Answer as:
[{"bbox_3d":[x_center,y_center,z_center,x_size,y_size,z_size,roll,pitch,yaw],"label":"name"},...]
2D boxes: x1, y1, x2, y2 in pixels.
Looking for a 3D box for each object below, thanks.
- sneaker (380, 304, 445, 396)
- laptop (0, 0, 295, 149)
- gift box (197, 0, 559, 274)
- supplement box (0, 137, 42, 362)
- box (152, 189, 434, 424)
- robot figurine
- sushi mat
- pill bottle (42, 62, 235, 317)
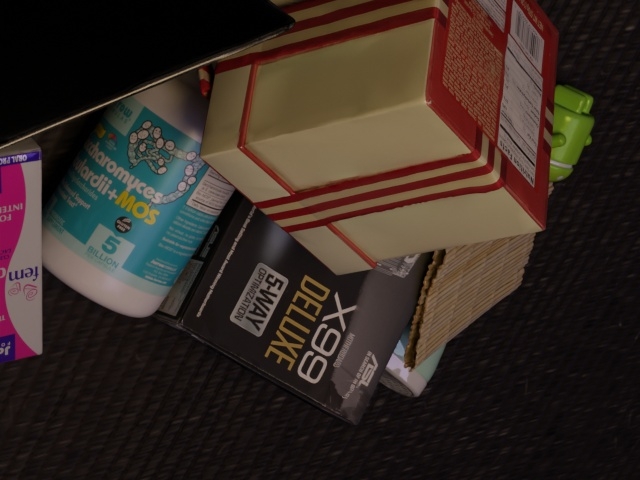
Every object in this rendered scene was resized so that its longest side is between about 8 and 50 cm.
[{"bbox_3d":[0.054,0.044,1.851,0.256,0.094,0.151,43,70,-30],"label":"sneaker"},{"bbox_3d":[-0.269,-0.047,1.121,0.236,0.382,0.408,10,110,-36],"label":"laptop"},{"bbox_3d":[0.054,-0.140,1.498,0.255,0.258,0.276,46,43,-42],"label":"gift box"},{"bbox_3d":[-0.328,0.000,1.548,0.111,0.114,0.220,-13,124,-28],"label":"supplement box"},{"bbox_3d":[0.000,0.000,1.705,0.242,0.076,0.307,33,78,-30],"label":"box"},{"bbox_3d":[0.268,-0.118,1.897,0.101,0.067,0.115,-11,126,-64],"label":"robot figurine"},{"bbox_3d":[0.179,0.031,1.854,0.316,0.019,0.151,-29,139,-58],"label":"sushi mat"},{"bbox_3d":[-0.155,-0.069,1.598,0.146,0.146,0.264,27,99,-40],"label":"pill bottle"}]
